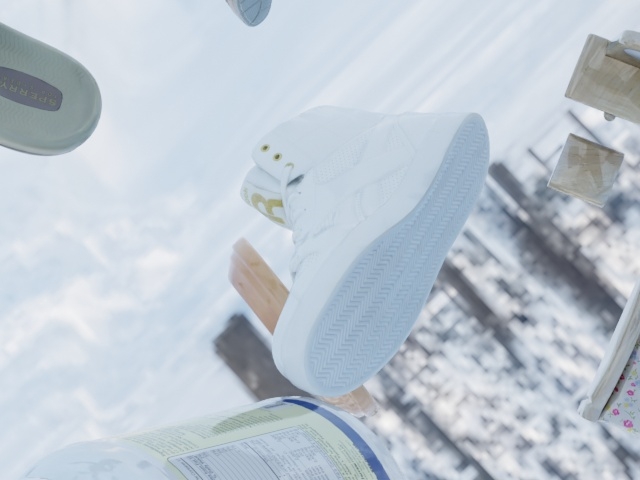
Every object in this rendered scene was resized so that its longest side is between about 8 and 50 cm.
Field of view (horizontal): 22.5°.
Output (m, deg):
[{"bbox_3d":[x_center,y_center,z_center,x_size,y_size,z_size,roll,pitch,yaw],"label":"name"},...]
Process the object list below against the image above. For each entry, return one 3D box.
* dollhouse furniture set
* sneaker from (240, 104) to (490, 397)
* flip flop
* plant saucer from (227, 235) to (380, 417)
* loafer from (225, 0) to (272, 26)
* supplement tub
[{"bbox_3d":[0.276,0.062,1.176,0.174,0.303,0.355,-15,127,-87],"label":"dollhouse furniture set"},{"bbox_3d":[0.000,0.000,1.245,0.292,0.169,0.108,-54,141,-40],"label":"sneaker"},{"bbox_3d":[-0.287,-0.134,1.167,0.080,0.277,0.112,-19,-125,66],"label":"flip flop"},{"bbox_3d":[-0.021,0.084,1.437,0.037,0.200,0.200,-38,174,-2],"label":"plant saucer"},{"bbox_3d":[-0.072,-0.235,1.363,0.045,0.039,0.125,-43,147,-18],"label":"loafer"},{"bbox_3d":[-0.101,0.254,1.214,0.325,0.235,0.235,-7,147,-49],"label":"supplement tub"}]
